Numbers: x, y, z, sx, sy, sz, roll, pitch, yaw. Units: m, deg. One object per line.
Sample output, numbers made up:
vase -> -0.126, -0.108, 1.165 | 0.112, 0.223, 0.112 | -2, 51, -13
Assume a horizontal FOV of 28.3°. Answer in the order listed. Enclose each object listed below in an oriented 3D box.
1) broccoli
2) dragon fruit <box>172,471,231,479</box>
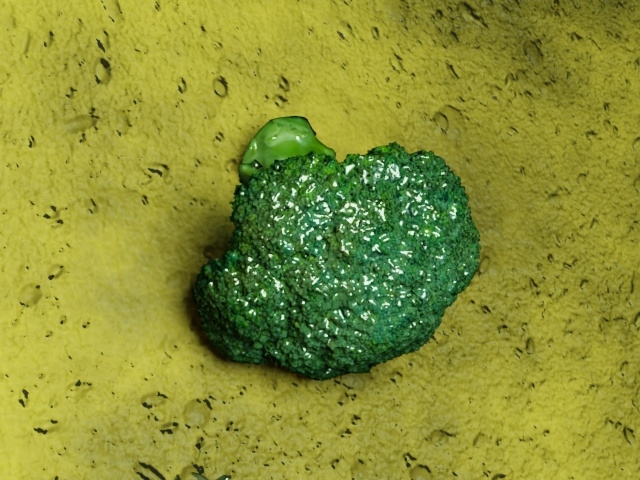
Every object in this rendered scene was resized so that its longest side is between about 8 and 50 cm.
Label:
broccoli -> 0.000, 0.000, 1.244 | 0.297, 0.298, 0.297 | -7, 43, -32
dragon fruit -> -0.088, 0.281, 1.131 | 0.121, 0.130, 0.142 | -21, 51, -30
